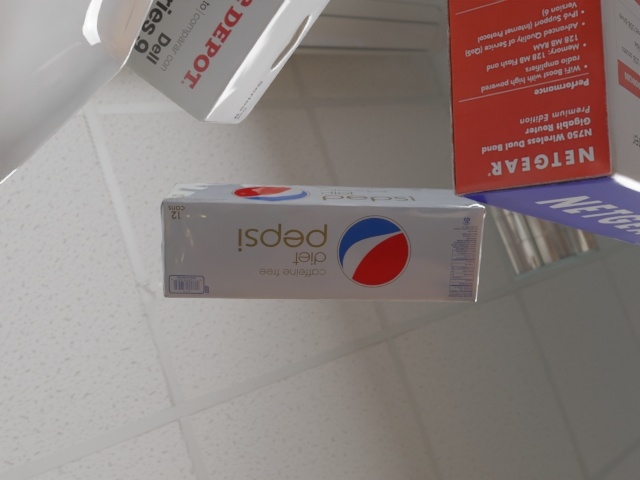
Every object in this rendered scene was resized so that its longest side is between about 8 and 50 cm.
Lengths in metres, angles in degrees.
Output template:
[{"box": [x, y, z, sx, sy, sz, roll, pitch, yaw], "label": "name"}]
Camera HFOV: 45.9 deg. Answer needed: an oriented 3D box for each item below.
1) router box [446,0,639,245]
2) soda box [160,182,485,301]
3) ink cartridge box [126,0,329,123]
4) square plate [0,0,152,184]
[{"box": [0.196, -0.159, 0.496, 0.335, 0.082, 0.301, 9, -101, -51], "label": "router box"}, {"box": [0.000, 0.000, 0.535, 0.216, 0.074, 0.069, 2, -76, -4], "label": "soda box"}, {"box": [-0.144, -0.274, 0.696, 0.289, 0.211, 0.121, 37, -167, 3], "label": "ink cartridge box"}, {"box": [-0.140, -0.150, 0.362, 0.049, 0.344, 0.347, 33, -139, -6], "label": "square plate"}]
